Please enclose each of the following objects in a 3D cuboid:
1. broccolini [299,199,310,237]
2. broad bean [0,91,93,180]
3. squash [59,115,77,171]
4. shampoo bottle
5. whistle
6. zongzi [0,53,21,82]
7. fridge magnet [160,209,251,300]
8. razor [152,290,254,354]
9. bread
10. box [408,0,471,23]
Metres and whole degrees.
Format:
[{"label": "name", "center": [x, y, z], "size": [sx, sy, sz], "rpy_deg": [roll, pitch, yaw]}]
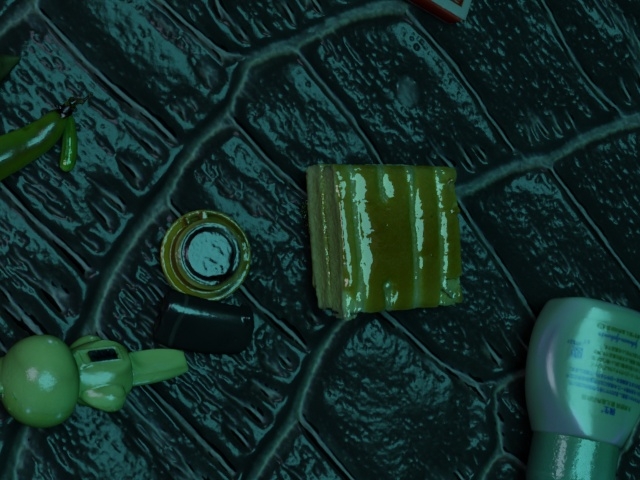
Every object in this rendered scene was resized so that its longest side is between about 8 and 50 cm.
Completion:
[{"label": "broccolini", "center": [0.000, 0.000, 2.014], "size": [0.035, 0.030, 0.140], "rpy_deg": [-19, 94, -24]}, {"label": "broad bean", "center": [-0.474, -0.124, 1.830], "size": [0.325, 0.067, 0.075], "rpy_deg": [-33, 137, -22]}, {"label": "squash", "center": [-0.377, -0.146, 1.885], "size": [0.027, 0.027, 0.089], "rpy_deg": [5, 82, -20]}, {"label": "shampoo bottle", "center": [0.432, 0.278, 2.083], "size": [0.222, 0.151, 0.349], "rpy_deg": [16, 78, -24]}, {"label": "whistle", "center": [-0.342, 0.206, 1.825], "size": [0.294, 0.141, 0.141], "rpy_deg": [8, 81, -38]}, {"label": "zongzi", "center": [-0.542, -0.194, 1.818], "size": [0.094, 0.204, 0.205], "rpy_deg": [42, 109, 6]}, {"label": "fridge magnet", "center": [-0.174, 0.023, 1.924], "size": [0.143, 0.063, 0.143], "rpy_deg": [2, 83, -18]}, {"label": "razor", "center": [-0.175, 0.129, 1.907], "size": [0.148, 0.054, 0.090], "rpy_deg": [12, 120, -20]}, {"label": "bread", "center": [0.107, -0.001, 1.998], "size": [0.239, 0.111, 0.246], "rpy_deg": [-1, 88, -29]}, {"label": "box", "center": [0.218, -0.493, 2.129], "size": [0.123, 0.050, 0.229], "rpy_deg": [25, 76, -27]}]
